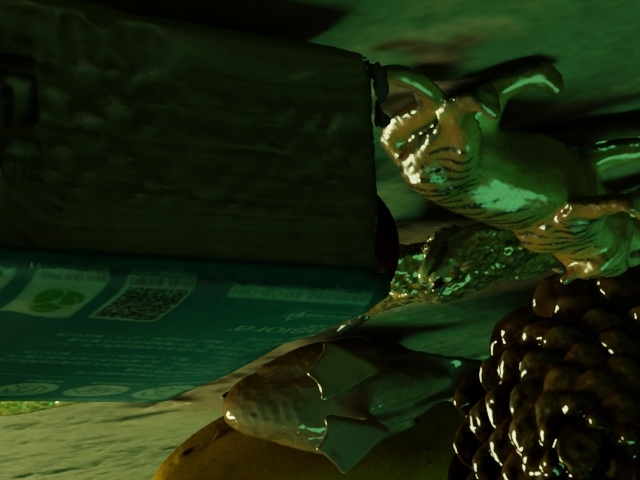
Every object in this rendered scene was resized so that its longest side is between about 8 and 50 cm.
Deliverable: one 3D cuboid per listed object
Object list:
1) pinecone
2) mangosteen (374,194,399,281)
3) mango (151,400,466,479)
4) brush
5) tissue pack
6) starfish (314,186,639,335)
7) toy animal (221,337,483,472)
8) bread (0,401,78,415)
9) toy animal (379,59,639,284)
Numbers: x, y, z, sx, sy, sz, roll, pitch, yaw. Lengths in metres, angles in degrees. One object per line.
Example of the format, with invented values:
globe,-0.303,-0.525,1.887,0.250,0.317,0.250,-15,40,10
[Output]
pinecone,0.223,0.123,1.241,0.246,0.246,0.292,-15,178,23
mangosteen,0.000,0.002,0.963,0.081,0.081,0.081,-7,163,-2
mango,-0.002,0.177,1.429,0.295,0.120,0.177,0,-172,-26
brush,0.178,-0.057,0.944,0.196,0.021,0.070,-10,161,8
tissue pack,-0.130,-0.016,0.745,0.271,0.134,0.192,6,159,-38
starfish,0.061,0.016,1.090,0.295,0.048,0.231,-20,171,43
toy animal,0.020,0.108,1.328,0.188,0.089,0.179,-7,-178,-14
bread,-0.208,0.078,1.150,0.187,0.065,0.103,-7,169,2
toy animal,0.100,-0.032,0.901,0.241,0.056,0.099,22,147,-39
